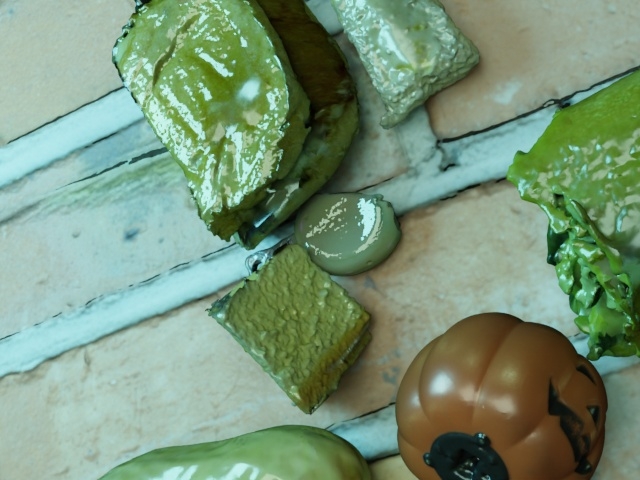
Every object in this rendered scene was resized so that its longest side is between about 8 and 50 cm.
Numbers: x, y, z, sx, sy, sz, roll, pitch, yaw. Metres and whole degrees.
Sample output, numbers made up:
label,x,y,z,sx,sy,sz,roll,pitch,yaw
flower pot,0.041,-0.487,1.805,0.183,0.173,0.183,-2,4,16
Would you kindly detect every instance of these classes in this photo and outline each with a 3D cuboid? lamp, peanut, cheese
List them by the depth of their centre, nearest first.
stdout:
label,x,y,z,sx,sy,sz,roll,pitch,yaw
lamp,0.163,0.153,1.033,0.188,0.164,0.187,17,129,22
peanut,-0.103,0.267,1.138,0.319,0.147,0.147,-13,76,17
cheese,0.000,-0.007,1.194,0.171,0.047,0.092,-6,77,22

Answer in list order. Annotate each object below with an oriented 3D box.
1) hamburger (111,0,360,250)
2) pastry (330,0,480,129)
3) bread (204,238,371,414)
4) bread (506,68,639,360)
label,x,y,z,sx,sy,sz,roll,pitch,yaw
hamburger,-0.077,-0.156,1.203,0.211,0.132,0.308,-35,66,13
pastry,0.067,-0.254,1.193,0.121,0.089,0.258,-24,75,4
bread,-0.029,0.092,1.121,0.127,0.152,0.147,-43,95,9
bread,0.359,-0.065,0.981,0.377,0.208,0.251,-25,77,13
